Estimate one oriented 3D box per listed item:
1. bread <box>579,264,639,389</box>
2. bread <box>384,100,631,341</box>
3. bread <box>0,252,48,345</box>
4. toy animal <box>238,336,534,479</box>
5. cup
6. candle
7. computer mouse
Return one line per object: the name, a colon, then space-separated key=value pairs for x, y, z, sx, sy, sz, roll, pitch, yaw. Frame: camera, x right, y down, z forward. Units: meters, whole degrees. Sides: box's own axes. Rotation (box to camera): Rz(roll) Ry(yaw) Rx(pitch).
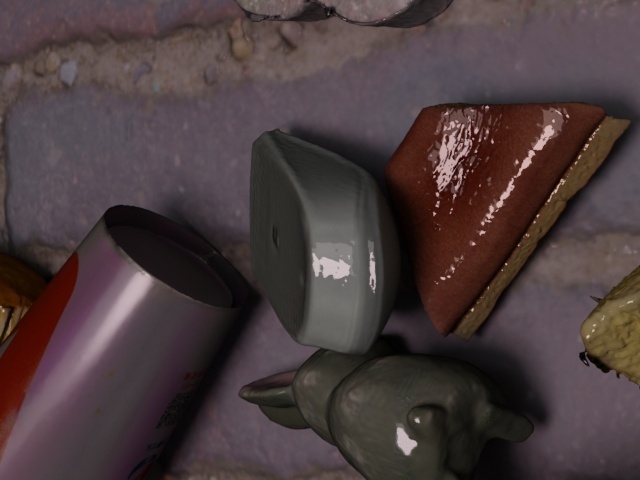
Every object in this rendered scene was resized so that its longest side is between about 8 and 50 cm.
bread: x=0.242 y=0.042 z=0.630 sx=0.152 sy=0.127 sz=0.147 roll=46 pitch=116 yaw=6
bread: x=0.110 y=-0.038 z=0.735 sx=0.119 sy=0.067 sz=0.192 roll=45 pitch=117 yaw=21
bread: x=-0.339 y=0.058 z=1.013 sx=0.191 sy=0.132 sz=0.114 roll=24 pitch=105 yaw=28
toy animal: x=0.035 y=0.112 z=0.769 sx=0.236 sy=0.138 sz=0.108 roll=25 pitch=75 yaw=46
cup: x=-0.192 y=0.123 z=0.892 sx=0.203 sy=0.203 sz=0.288 roll=44 pitch=108 yaw=26
candle: x=0.015 y=-0.240 z=0.797 sx=0.192 sy=0.068 sz=0.168 roll=13 pitch=102 yaw=32
computer mouse: x=0.000 y=0.000 z=0.782 sx=0.231 sy=0.079 sz=0.127 roll=-129 pitch=41 yaw=-61
